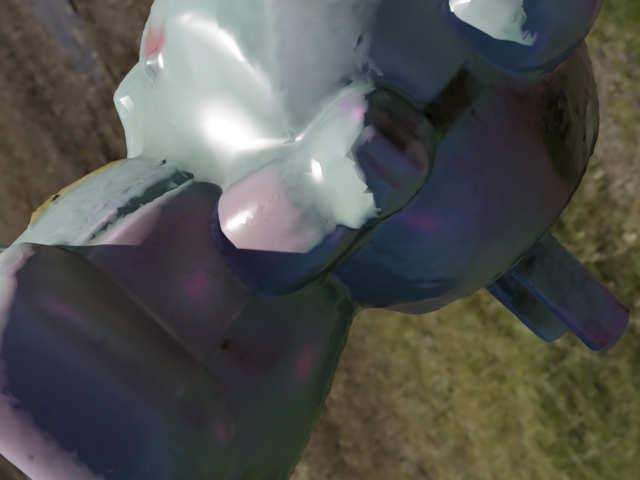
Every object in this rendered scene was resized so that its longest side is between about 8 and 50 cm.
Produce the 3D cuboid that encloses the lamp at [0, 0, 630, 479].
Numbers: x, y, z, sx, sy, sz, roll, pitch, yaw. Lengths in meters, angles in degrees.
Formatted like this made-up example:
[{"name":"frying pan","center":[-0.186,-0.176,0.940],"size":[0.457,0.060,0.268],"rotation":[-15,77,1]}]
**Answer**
[{"name":"lamp","center":[0.000,0.000,0.681],"size":[0.247,0.301,0.247],"rotation":[42,169,-9]}]
